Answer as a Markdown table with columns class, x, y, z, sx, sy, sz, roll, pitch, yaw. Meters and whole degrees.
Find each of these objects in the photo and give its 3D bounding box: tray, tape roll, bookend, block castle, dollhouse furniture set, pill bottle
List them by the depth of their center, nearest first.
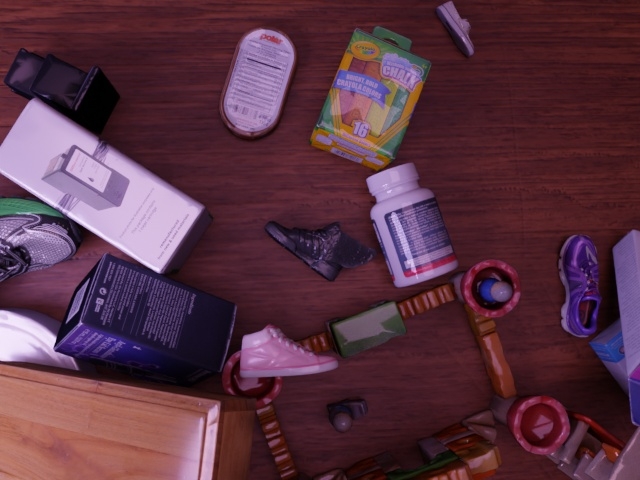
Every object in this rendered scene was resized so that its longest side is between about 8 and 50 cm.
| class | x | y | z | sx | sy | sz | roll | pitch | yaw |
| --- | --- | --- | --- | --- | --- | --- | --- | --- | --- |
| tray | -0.274 | 0.268 | 0.849 | 0.410 | 0.076 | 0.203 | 1 | 81 | 30 |
| tape roll | -0.479 | 0.242 | 1.037 | 0.286 | 0.100 | 0.286 | 0 | 86 | -6 |
| block castle | 0.109 | 0.236 | 1.039 | 0.453 | 0.213 | 0.303 | -19 | 89 | -7 |
| bookend | -0.399 | -0.239 | 1.046 | 0.157 | 0.156 | 0.072 | 26 | 85 | -3 |
| dollhouse furniture set | 0.476 | 0.333 | 1.046 | 0.259 | 0.262 | 0.135 | 37 | 82 | -4 |
| pill bottle | 0.140 | -0.026 | 1.110 | 0.107 | 0.108 | 0.180 | -19 | 89 | -7 |

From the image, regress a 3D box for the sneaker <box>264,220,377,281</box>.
| class | x | y | z | sx | sy | sz | roll | pitch | yaw |
| --- | --- | --- | --- | --- | --- | --- | --- | --- | --- |
| sneaker | 0.000 | 0.000 | 1.126 | 0.170 | 0.051 | 0.089 | 38 | 84 | -7 |

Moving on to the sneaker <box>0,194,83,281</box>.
| class | x | y | z | sx | sy | sz | roll | pitch | yaw |
| --- | --- | --- | --- | --- | --- | --- | --- | --- | --- |
| sneaker | -0.508 | 0.047 | 1.008 | 0.343 | 0.134 | 0.146 | -18 | 45 | -1 |

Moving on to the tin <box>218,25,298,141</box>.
| class | x | y | z | sx | sy | sz | roll | pitch | yaw |
| --- | --- | --- | --- | --- | --- | --- | --- | --- | --- |
| tin | -0.099 | -0.255 | 1.138 | 0.106 | 0.040 | 0.190 | 17 | 85 | -9 |

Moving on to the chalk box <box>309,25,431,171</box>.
| class | x | y | z | sx | sy | sz | roll | pitch | yaw |
| --- | --- | --- | --- | --- | --- | --- | --- | --- | --- |
| chalk box | 0.083 | -0.237 | 1.105 | 0.132 | 0.132 | 0.213 | 21 | 85 | -5 |

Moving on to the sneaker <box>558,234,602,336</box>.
| class | x | y | z | sx | sy | sz | roll | pitch | yaw |
| --- | --- | --- | --- | --- | --- | --- | --- | --- | --- |
| sneaker | 0.438 | 0.074 | 1.152 | 0.068 | 0.071 | 0.170 | -1 | 86 | -6 |

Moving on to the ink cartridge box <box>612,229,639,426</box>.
| class | x | y | z | sx | sy | sz | roll | pitch | yaw |
| --- | --- | --- | --- | --- | --- | --- | --- | --- | --- |
| ink cartridge box | 0.625 | 0.166 | 1.083 | 0.324 | 0.071 | 0.330 | 18 | 50 | -6 |

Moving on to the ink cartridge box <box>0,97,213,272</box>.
| class | x | y | z | sx | sy | sz | roll | pitch | yaw |
| --- | --- | --- | --- | --- | --- | --- | --- | --- | --- |
| ink cartridge box | -0.304 | -0.069 | 1.023 | 0.272 | 0.198 | 0.115 | 33 | 85 | -2 |

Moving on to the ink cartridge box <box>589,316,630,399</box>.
| class | x | y | z | sx | sy | sz | roll | pitch | yaw |
| --- | --- | --- | --- | --- | --- | --- | --- | --- | --- |
| ink cartridge box | 0.546 | 0.213 | 1.159 | 0.104 | 0.061 | 0.181 | -36 | 90 | -7 |

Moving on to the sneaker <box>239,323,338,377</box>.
| class | x | y | z | sx | sy | sz | roll | pitch | yaw |
| --- | --- | --- | --- | --- | --- | --- | --- | --- | --- |
| sneaker | -0.044 | 0.146 | 0.942 | 0.134 | 0.051 | 0.070 | -4 | 83 | 8 |

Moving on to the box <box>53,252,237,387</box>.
| class | x | y | z | sx | sy | sz | roll | pitch | yaw |
| --- | --- | --- | --- | --- | --- | --- | --- | --- | --- |
| box | -0.248 | 0.124 | 0.999 | 0.207 | 0.153 | 0.108 | 24 | 57 | -22 |

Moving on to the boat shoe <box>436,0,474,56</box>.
| class | x | y | z | sx | sy | sz | roll | pitch | yaw |
| --- | --- | --- | --- | --- | --- | --- | --- | --- | --- |
| boat shoe | 0.235 | -0.358 | 1.178 | 0.035 | 0.035 | 0.100 | -32 | 83 | -4 |
